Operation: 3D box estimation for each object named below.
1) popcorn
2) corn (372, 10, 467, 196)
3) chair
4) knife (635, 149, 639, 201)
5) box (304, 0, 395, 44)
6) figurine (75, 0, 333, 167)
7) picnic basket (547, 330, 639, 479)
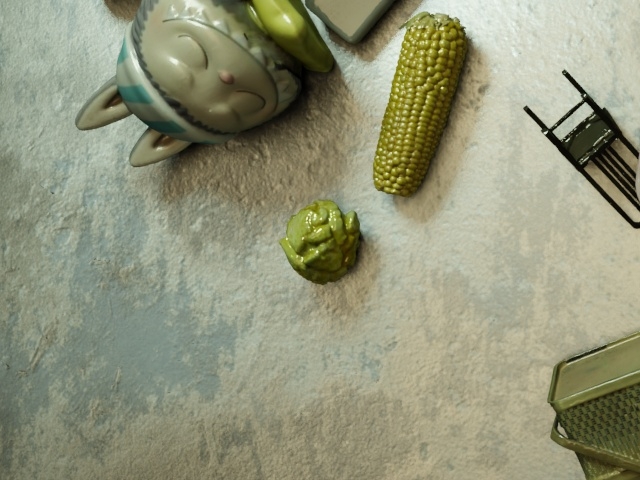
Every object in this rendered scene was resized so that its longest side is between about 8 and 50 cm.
[{"bbox_3d":[0.000,0.000,1.607,0.106,0.116,0.120,25,144,46],"label":"popcorn"},{"bbox_3d":[0.135,-0.188,1.562,0.091,0.091,0.260,27,105,46],"label":"corn"},{"bbox_3d":[0.373,-0.116,1.494,0.084,0.101,0.212,-42,114,16],"label":"chair"},{"bbox_3d":[0.447,-0.195,1.447,0.081,0.043,0.336,5,76,-4],"label":"knife"},{"bbox_3d":[0.089,-0.397,1.583,0.103,0.055,0.243,40,103,-4],"label":"box"},{"bbox_3d":[-0.215,-0.292,1.589,0.378,0.266,0.361,-30,66,8],"label":"figurine"},{"bbox_3d":[0.424,0.198,1.409,0.267,0.165,0.139,-24,96,19],"label":"picnic basket"}]
